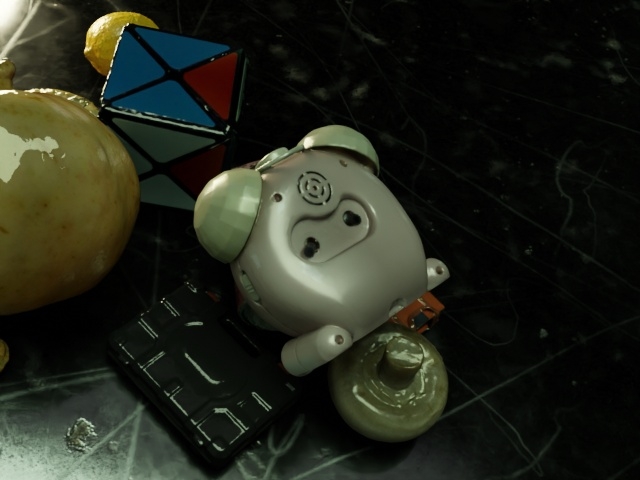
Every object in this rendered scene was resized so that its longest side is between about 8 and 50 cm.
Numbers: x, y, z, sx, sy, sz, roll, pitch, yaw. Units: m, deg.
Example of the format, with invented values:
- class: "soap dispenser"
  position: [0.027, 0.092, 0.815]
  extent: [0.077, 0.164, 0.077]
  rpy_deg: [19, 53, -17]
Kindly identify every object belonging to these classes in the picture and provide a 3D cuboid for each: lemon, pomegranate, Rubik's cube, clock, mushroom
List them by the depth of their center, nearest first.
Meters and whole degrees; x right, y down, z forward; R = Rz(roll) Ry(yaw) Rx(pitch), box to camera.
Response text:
- class: "clock"
  position: [0.000, 0.000, 1.240]
  extent: [0.342, 0.184, 0.326]
  rpy_deg: [-29, 83, -39]
- class: "pomegranate"
  position: [-0.500, -0.085, 1.248]
  extent: [0.411, 0.411, 0.411]
  rpy_deg: [8, 53, -10]
- class: "mushroom"
  position: [0.118, 0.218, 1.297]
  extent: [0.207, 0.215, 0.207]
  rpy_deg: [5, 59, -8]
- class: "Rubik's cube"
  position: [-0.281, -0.222, 1.496]
  extent: [0.248, 0.250, 0.246]
  rpy_deg: [12, 52, -10]
- class: "lemon"
  position: [-0.404, -0.409, 1.668]
  extent: [0.187, 0.142, 0.142]
  rpy_deg: [-10, 57, -30]

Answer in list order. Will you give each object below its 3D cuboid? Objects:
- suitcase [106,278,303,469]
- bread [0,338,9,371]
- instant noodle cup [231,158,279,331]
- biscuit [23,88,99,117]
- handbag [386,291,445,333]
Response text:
- class: "suitcase"
  position: [-0.191, 0.213, 1.310]
  extent: [0.285, 0.066, 0.206]
  rpy_deg: [43, 55, 17]
- class: "bread"
  position: [-0.548, 0.176, 1.253]
  extent: [0.110, 0.044, 0.083]
  rpy_deg: [26, 50, 8]
- class: "instant noodle cup"
  position: [-0.063, 0.015, 1.409]
  extent: [0.244, 0.244, 0.255]
  rpy_deg: [5, 60, -12]
- class: "biscuit"
  position: [-0.534, -0.223, 1.561]
  extent: [0.219, 0.033, 0.220]
  rpy_deg: [7, 53, -9]
- class: "handbag"
  position: [0.124, 0.106, 1.484]
  extent: [0.127, 0.063, 0.190]
  rpy_deg: [-31, 63, -32]
